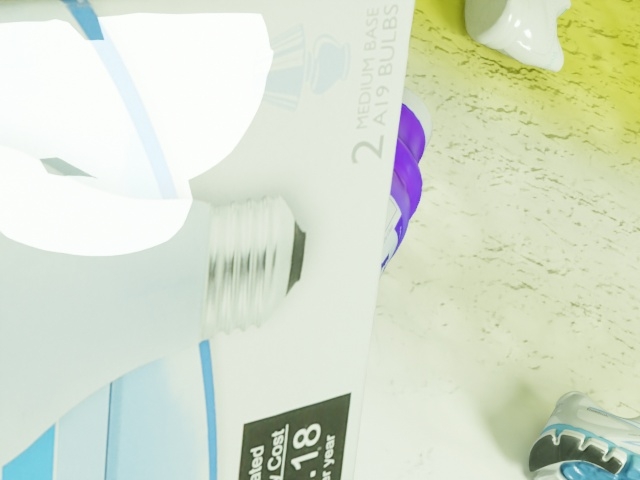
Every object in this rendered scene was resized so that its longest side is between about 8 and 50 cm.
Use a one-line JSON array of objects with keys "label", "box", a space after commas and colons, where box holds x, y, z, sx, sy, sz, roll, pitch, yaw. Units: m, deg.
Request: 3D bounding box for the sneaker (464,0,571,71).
[{"label": "sneaker", "box": [0.170, -0.225, 1.470, 0.094, 0.080, 0.212, 28, 49, -27]}]

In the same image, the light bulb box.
[{"label": "light bulb box", "box": [-0.180, 0.037, 0.766, 0.361, 0.358, 0.225, -12, 27, -39]}]

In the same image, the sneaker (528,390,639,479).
[{"label": "sneaker", "box": [0.232, 0.159, 1.178, 0.190, 0.071, 0.083, 33, 37, -5]}]

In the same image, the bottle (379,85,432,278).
[{"label": "bottle", "box": [0.000, 0.000, 1.124, 0.092, 0.118, 0.283, 33, 42, -4]}]
